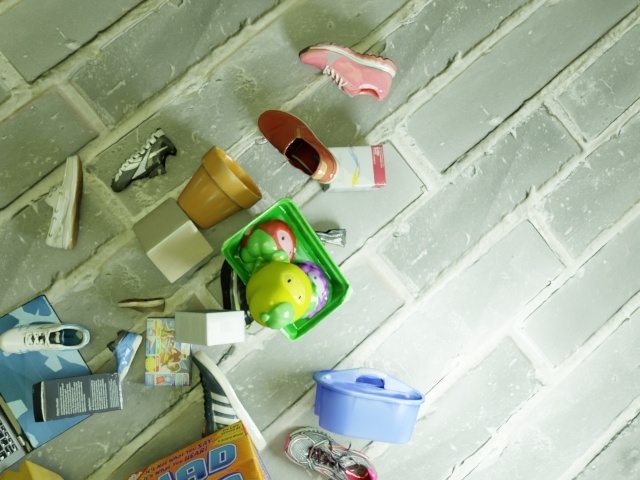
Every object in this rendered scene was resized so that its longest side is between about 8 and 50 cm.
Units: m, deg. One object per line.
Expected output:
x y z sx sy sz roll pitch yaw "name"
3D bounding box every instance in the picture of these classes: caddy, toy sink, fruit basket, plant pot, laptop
0.136 0.464 1.832 0.341 0.241 0.179 11 90 -8 "caddy"
-0.431 -0.004 1.811 0.152 0.234 0.131 -39 122 -9 "toy sink"
-0.095 0.101 1.724 0.283 0.392 0.392 -38 93 -9 "fruit basket"
-0.308 -0.140 1.828 0.188 0.205 0.205 -41 94 7 "plant pot"
-0.875 0.417 1.689 0.236 0.408 0.382 -30 92 25 "laptop"

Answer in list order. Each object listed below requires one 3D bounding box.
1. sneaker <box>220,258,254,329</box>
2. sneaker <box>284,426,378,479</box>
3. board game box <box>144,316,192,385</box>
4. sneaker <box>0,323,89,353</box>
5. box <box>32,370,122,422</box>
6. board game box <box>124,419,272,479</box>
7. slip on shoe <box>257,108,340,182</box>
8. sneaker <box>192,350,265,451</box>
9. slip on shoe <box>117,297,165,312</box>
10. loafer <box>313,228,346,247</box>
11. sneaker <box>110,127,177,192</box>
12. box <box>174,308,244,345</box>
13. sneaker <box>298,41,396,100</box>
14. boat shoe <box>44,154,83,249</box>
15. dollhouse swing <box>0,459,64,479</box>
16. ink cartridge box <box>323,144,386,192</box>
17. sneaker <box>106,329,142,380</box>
-0.243 0.153 1.885 0.097 0.084 0.235 0 88 -33 "sneaker"
0.036 0.653 1.870 0.299 0.112 0.121 21 84 -6 "sneaker"
-0.450 0.330 1.852 0.136 0.035 0.201 2 87 -8 "board game box"
-0.772 0.272 1.744 0.237 0.086 0.085 1 75 -31 "sneaker"
-0.671 0.430 1.714 0.207 0.153 0.108 -2 77 -33 "box"
-0.270 0.780 1.639 0.356 0.356 0.357 -25 114 -9 "board game box"
-0.079 -0.289 1.850 0.331 0.101 0.123 45 113 25 "slip on shoe"
-0.305 0.496 1.816 0.148 0.131 0.350 -32 92 -13 "sneaker"
-0.530 0.195 1.843 0.135 0.051 0.041 -3 99 -15 "slip on shoe"
0.000 0.000 1.926 0.170 0.062 0.061 -5 93 -8 "loafer"
-0.518 -0.219 1.849 0.106 0.078 0.234 41 80 -2 "sneaker"
-0.320 0.248 1.788 0.130 0.170 0.091 1 86 -43 "box"
0.081 -0.521 1.938 0.313 0.116 0.136 11 87 -8 "sneaker"
-0.748 -0.114 1.798 0.096 0.098 0.277 7 87 -9 "boat shoe"
-0.783 0.856 1.741 0.347 0.305 0.315 -47 55 1 "dollhouse swing"
0.098 -0.218 1.916 0.176 0.128 0.127 -4 87 -9 "ink cartridge box"
-0.590 0.336 1.817 0.084 0.058 0.152 24 79 -12 "sneaker"
